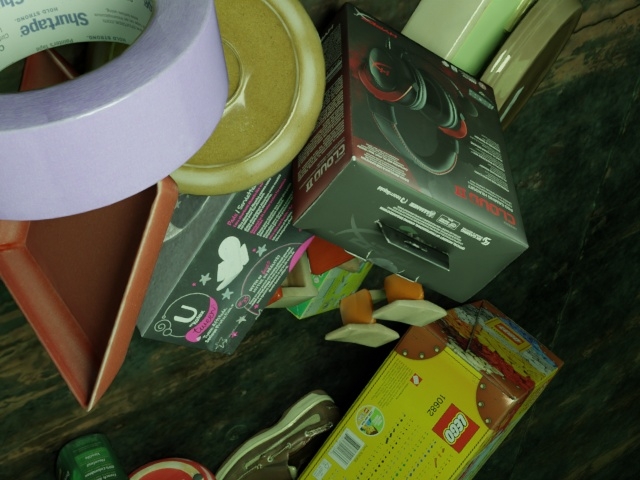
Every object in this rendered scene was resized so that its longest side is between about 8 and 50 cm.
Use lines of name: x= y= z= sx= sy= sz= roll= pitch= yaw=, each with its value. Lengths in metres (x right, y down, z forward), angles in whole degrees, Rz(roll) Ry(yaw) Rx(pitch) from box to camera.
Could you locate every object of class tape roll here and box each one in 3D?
tape roll: x=-0.216 y=-0.144 z=0.750 sx=0.274 sy=0.275 sz=0.090 roll=-29 pitch=140 yaw=-18

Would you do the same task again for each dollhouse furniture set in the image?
dollhouse furniture set: x=0.000 y=0.000 z=1.126 sx=0.259 sy=0.262 sz=0.135 roll=-29 pitch=153 yaw=37

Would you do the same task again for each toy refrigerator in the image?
toy refrigerator: x=0.216 y=-0.315 z=1.129 sx=0.102 sy=0.094 sz=0.270 roll=14 pitch=115 yaw=-48

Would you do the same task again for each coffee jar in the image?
coffee jar: x=-0.286 y=0.354 z=1.240 sx=0.079 sy=0.184 sz=0.096 roll=-12 pitch=133 yaw=-34

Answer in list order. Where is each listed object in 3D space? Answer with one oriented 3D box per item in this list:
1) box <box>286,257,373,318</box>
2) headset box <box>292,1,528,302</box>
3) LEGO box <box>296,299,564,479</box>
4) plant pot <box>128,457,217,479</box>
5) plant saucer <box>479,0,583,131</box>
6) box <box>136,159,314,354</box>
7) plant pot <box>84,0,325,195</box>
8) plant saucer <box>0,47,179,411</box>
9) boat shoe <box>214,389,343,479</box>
box: x=0.024 y=0.049 z=1.316 sx=0.105 sy=0.043 sz=0.179 roll=-58 pitch=158 yaw=18
headset box: x=0.088 y=-0.085 z=0.974 sx=0.218 sy=0.293 sz=0.110 roll=25 pitch=131 yaw=-23
LEGO box: x=0.150 y=0.360 z=1.556 sx=0.500 sy=0.193 sz=0.372 roll=-56 pitch=160 yaw=16
plant pot: x=-0.220 y=0.432 z=1.383 sx=0.191 sy=0.191 sz=0.174 roll=-26 pitch=130 yaw=-22
plant saucer: x=0.256 y=-0.213 z=1.210 sx=0.278 sy=0.041 sz=0.278 roll=-50 pitch=169 yaw=-13
box: x=-0.121 y=-0.023 z=1.047 sx=0.142 sy=0.163 sz=0.247 roll=21 pitch=110 yaw=-46
plant pot: x=-0.111 y=-0.160 z=0.896 sx=0.236 sy=0.236 sz=0.032 roll=-43 pitch=-174 yaw=0
plant saucer: x=-0.227 y=-0.019 z=0.874 sx=0.047 sy=0.259 sz=0.258 roll=-5 pitch=129 yaw=-42
boat shoe: x=-0.068 y=0.358 z=1.518 sx=0.257 sy=0.095 sz=0.095 roll=-43 pitch=143 yaw=0
